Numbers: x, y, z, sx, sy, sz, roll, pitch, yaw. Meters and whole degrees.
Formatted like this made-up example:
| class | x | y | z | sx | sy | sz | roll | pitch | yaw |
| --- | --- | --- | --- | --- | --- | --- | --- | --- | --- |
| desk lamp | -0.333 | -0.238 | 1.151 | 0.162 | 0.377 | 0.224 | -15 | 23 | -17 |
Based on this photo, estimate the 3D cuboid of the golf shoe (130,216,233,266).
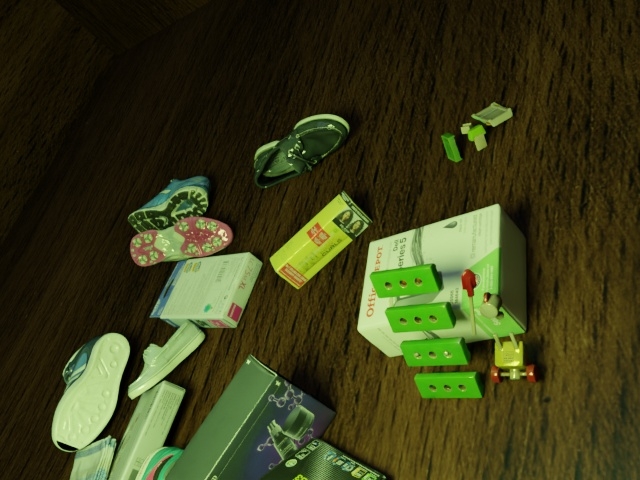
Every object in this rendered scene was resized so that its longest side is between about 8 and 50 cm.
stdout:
| class | x | y | z | sx | sy | sz | roll | pitch | yaw |
| --- | --- | --- | --- | --- | --- | --- | --- | --- | --- |
| golf shoe | -0.377 | -0.001 | 1.866 | 0.306 | 0.140 | 0.115 | -8 | 88 | 15 |

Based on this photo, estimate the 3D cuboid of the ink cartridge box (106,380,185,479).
| class | x | y | z | sx | sy | sz | roll | pitch | yaw |
| --- | --- | --- | --- | --- | --- | --- | --- | --- | --- |
| ink cartridge box | -0.415 | 0.472 | 1.515 | 0.239 | 0.060 | 0.275 | -37 | 29 | 59 |

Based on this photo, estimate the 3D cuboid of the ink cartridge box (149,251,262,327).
| class | x | y | z | sx | sy | sz | roll | pitch | yaw |
| --- | --- | --- | --- | --- | --- | --- | --- | --- | --- |
| ink cartridge box | -0.298 | 0.132 | 1.703 | 0.311 | 0.065 | 0.186 | -5 | 54 | 41 |

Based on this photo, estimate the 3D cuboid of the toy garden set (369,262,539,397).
| class | x | y | z | sx | sy | sz | roll | pitch | yaw |
| --- | --- | --- | --- | --- | --- | --- | --- | --- | --- |
| toy garden set | 0.215 | 0.135 | 1.034 | 0.203 | 0.244 | 0.049 | -10 | 23 | 36 |

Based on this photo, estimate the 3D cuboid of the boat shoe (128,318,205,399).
| class | x | y | z | sx | sy | sz | roll | pitch | yaw |
| --- | --- | --- | --- | --- | --- | --- | --- | --- | --- |
| boat shoe | -0.380 | 0.278 | 1.581 | 0.227 | 0.081 | 0.079 | -43 | 2 | -27 |

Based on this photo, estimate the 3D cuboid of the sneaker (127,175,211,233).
| class | x | y | z | sx | sy | sz | roll | pitch | yaw |
| --- | --- | --- | --- | --- | --- | --- | --- | --- | --- |
| sneaker | -0.460 | -0.105 | 2.066 | 0.330 | 0.130 | 0.147 | -22 | 29 | 28 |

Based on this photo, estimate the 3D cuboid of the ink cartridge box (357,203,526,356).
| class | x | y | z | sx | sy | sz | roll | pitch | yaw |
| --- | --- | --- | --- | --- | --- | --- | --- | --- | --- |
| ink cartridge box | 0.213 | 0.077 | 1.170 | 0.273 | 0.115 | 0.198 | -18 | 45 | 35 |

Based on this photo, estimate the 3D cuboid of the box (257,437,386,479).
| class | x | y | z | sx | sy | sz | roll | pitch | yaw |
| --- | --- | --- | --- | --- | --- | --- | --- | --- | --- |
| box | -0.015 | 0.418 | 1.081 | 0.184 | 0.045 | 0.190 | -26 | 22 | -33 |

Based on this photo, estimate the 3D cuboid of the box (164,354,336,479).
| class | x | y | z | sx | sy | sz | roll | pitch | yaw |
| --- | --- | --- | --- | --- | --- | --- | --- | --- | --- |
| box | -0.121 | 0.368 | 1.192 | 0.103 | 0.184 | 0.261 | 21 | 74 | 53 |

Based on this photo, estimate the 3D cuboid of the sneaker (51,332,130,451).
| class | x | y | z | sx | sy | sz | roll | pitch | yaw |
| --- | --- | --- | --- | --- | --- | --- | --- | --- | --- |
| sneaker | -0.621 | 0.402 | 1.738 | 0.236 | 0.130 | 0.323 | -28 | 38 | 50 |

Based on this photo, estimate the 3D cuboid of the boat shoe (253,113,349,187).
| class | x | y | z | sx | sy | sz | roll | pitch | yaw |
| --- | --- | --- | --- | --- | --- | --- | --- | --- | --- |
| boat shoe | -0.063 | -0.220 | 1.730 | 0.340 | 0.127 | 0.113 | -14 | 49 | 40 |

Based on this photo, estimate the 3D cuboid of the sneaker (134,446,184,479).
| class | x | y | z | sx | sy | sz | roll | pitch | yaw |
| --- | --- | --- | --- | --- | --- | --- | --- | --- | --- |
| sneaker | -0.303 | 0.540 | 1.286 | 0.178 | 0.124 | 0.295 | -26 | 39 | 43 |

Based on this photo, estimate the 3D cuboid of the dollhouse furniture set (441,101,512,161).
| class | x | y | z | sx | sy | sz | roll | pitch | yaw |
| --- | --- | --- | --- | --- | --- | --- | --- | --- | --- |
| dollhouse furniture set | 0.337 | -0.229 | 1.406 | 0.151 | 0.058 | 0.076 | -30 | 27 | -7 |

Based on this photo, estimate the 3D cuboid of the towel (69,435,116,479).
| class | x | y | z | sx | sy | sz | roll | pitch | yaw |
| --- | --- | --- | --- | --- | --- | --- | --- | --- | --- |
| towel | -0.566 | 0.608 | 1.533 | 0.209 | 0.034 | 0.285 | -31 | 38 | 43 |

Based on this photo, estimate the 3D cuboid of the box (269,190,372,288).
| class | x | y | z | sx | sy | sz | roll | pitch | yaw |
| --- | --- | --- | --- | --- | --- | --- | --- | --- | --- |
| box | 0.000 | 0.000 | 1.493 | 0.232 | 0.087 | 0.058 | -41 | 36 | 8 |
